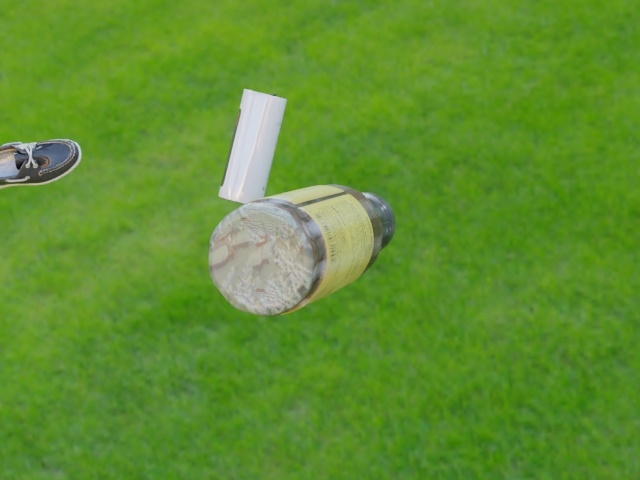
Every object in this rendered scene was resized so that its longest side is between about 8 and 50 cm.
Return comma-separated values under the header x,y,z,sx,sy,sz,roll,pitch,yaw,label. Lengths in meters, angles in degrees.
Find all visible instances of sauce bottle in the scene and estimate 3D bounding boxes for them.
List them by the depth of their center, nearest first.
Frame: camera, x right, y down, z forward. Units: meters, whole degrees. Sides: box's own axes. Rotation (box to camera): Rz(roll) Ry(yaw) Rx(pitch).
x,y,z,sx,sy,sz,roll,pitch,yaw,label
0.000,0.000,1.387,0.111,0.111,0.344,2,6,20,sauce bottle

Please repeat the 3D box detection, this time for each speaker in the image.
x,y,z,sx,sy,sz,roll,pitch,yaw,label
-0.081,-0.112,1.660,0.055,0.136,0.055,14,6,-1,speaker

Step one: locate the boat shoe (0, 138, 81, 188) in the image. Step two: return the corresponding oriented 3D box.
x,y,z,sx,sy,sz,roll,pitch,yaw,label
-0.312,-0.081,1.434,0.125,0.046,0.038,-9,-14,7,boat shoe
